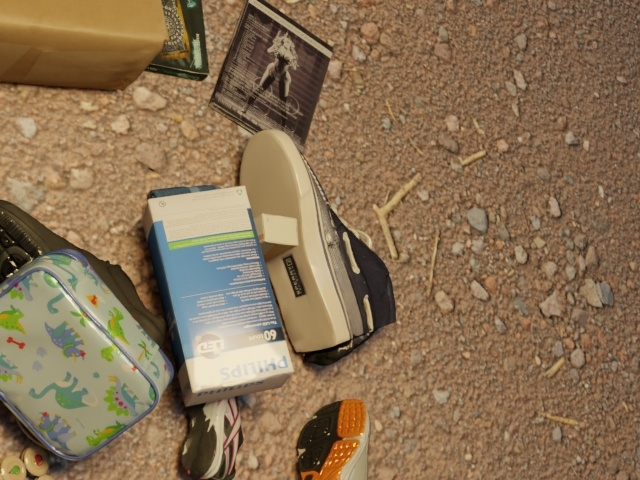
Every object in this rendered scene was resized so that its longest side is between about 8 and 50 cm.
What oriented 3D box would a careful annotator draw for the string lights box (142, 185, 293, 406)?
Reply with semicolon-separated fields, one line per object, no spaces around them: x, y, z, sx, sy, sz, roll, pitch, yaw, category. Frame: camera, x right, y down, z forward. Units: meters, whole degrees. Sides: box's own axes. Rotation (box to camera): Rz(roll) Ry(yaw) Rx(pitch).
-0.134;0.068;1.485;0.133;0.077;0.259;-9;71;-19;string lights box

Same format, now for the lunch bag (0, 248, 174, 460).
-0.293;0.131;1.323;0.219;0.176;0.090;49;18;-11;lunch bag

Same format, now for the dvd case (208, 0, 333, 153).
-0.071;-0.251;1.769;0.165;0.018;0.221;31;57;-25;dvd case

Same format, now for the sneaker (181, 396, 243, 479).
-0.133;0.234;1.515;0.077;0.072;0.178;44;47;-46;sneaker

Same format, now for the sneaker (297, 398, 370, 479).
0.026;0.343;1.589;0.121;0.099;0.262;61;32;-41;sneaker

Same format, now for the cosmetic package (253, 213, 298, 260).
-0.087;0.002;1.594;0.060;0.115;0.041;7;68;-36;cosmetic package

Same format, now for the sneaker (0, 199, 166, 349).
-0.305;0.057;1.420;0.286;0.109;0.130;48;30;-11;sneaker

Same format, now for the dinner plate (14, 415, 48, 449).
-0.312;0.188;1.409;0.141;0.017;0.141;15;65;-33;dinner plate

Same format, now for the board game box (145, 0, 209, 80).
-0.225;-0.327;1.668;0.126;0.026;0.186;7;69;-37;board game box

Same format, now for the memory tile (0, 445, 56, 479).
-0.332;0.315;1.326;0.113;0.012;0.148;-17;85;-58;memory tile

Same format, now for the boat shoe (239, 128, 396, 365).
0.000;0.000;1.676;0.158;0.127;0.340;-16;91;-48;boat shoe

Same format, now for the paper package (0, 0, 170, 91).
-0.386;-0.362;1.459;0.325;0.168;0.309;-2;73;-39;paper package

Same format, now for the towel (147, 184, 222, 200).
-0.178;-0.043;1.596;0.119;0.029;0.067;-7;77;-40;towel
